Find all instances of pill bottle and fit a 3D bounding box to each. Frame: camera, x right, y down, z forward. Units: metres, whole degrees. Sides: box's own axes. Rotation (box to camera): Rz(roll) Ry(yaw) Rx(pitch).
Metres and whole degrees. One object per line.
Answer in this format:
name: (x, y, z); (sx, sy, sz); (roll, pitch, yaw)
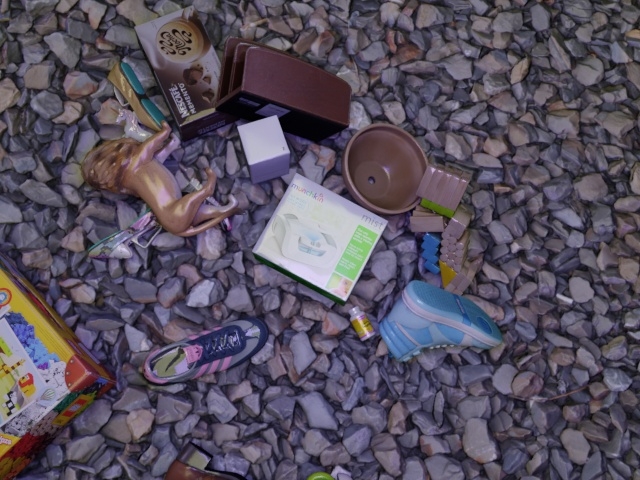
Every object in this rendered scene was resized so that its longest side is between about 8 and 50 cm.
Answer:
pill bottle: (0.101, 0.207, 1.913); (0.043, 0.043, 0.083); (-28, 82, -8)

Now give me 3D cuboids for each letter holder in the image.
letter holder: (-0.084, -0.401, 1.909); (0.302, 0.152, 0.214); (14, 74, -30)

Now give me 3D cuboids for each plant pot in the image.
plant pot: (0.149, -0.168, 1.941); (0.238, 0.110, 0.237); (6, 73, -22)

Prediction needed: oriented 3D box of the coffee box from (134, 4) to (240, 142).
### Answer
coffee box: (-0.341, -0.429, 1.978); (0.168, 0.119, 0.297); (-23, 81, -10)

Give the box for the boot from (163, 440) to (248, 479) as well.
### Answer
boot: (-0.287, 0.656, 1.779); (0.264, 0.096, 0.280); (33, 80, 3)

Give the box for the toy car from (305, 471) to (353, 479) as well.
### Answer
toy car: (0.013, 0.632, 1.777); (0.159, 0.136, 0.181); (-11, 80, -5)

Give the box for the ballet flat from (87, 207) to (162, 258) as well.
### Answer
ballet flat: (-0.471, -0.004, 1.914); (0.221, 0.077, 0.079); (-36, 86, -13)

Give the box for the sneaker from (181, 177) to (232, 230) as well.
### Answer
sneaker: (-0.295, -0.078, 1.942); (0.075, 0.063, 0.170); (-41, 78, -10)

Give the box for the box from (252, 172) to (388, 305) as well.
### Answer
box: (0.000, 0.000, 1.910); (0.262, 0.127, 0.231); (29, 81, 4)

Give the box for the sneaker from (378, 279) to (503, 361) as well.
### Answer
sneaker: (0.281, 0.231, 1.890); (0.319, 0.127, 0.208); (26, 119, -25)

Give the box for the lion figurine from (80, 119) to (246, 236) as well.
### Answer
lion figurine: (-0.388, -0.125, 1.857); (0.240, 0.142, 0.392); (-44, 77, -7)

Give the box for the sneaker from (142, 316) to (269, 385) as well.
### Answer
sneaker: (-0.273, 0.270, 1.837); (0.319, 0.131, 0.112); (-23, 81, -7)

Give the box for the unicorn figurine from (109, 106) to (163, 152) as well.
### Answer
unicorn figurine: (-0.473, -0.267, 1.953); (0.162, 0.060, 0.111); (22, 112, -14)

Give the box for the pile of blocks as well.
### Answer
pile of blocks: (0.312, -0.030, 1.910); (0.149, 0.112, 0.362); (3, 114, 22)

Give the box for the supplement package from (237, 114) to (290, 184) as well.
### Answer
supplement package: (-0.141, -0.224, 1.917); (0.105, 0.179, 0.105); (-17, 80, -7)

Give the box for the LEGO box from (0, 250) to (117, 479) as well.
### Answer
LEGO box: (-0.783, 0.268, 1.745); (0.500, 0.193, 0.372); (43, 80, 15)

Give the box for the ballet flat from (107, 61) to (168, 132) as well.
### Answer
ballet flat: (-0.476, -0.356, 1.993); (0.073, 0.080, 0.232); (-37, 79, 19)
